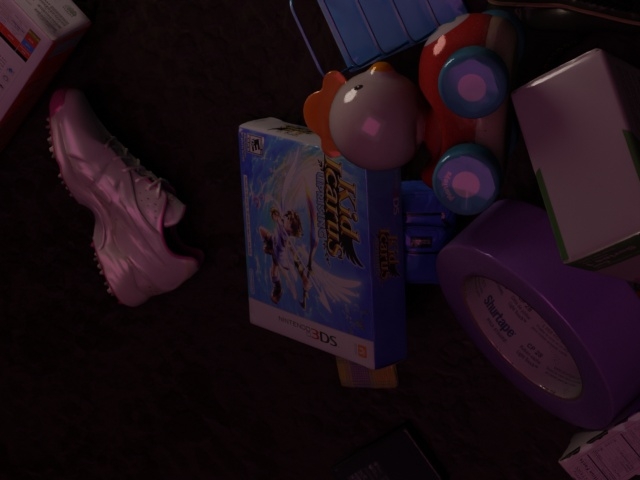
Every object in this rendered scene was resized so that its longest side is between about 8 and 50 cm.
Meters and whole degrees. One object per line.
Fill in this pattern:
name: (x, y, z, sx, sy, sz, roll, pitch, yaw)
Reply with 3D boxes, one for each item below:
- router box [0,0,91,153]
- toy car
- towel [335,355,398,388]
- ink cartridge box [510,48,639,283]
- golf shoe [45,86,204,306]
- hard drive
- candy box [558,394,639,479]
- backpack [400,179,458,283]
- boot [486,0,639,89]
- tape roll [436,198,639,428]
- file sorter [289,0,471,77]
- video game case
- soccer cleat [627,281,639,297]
router box: (-0.498, -0.299, 2.115, 0.335, 0.082, 0.301, 47, 131, 2)
toy car: (0.095, -0.152, 1.790, 0.238, 0.219, 0.210, 6, 111, 10)
towel: (0.061, 0.165, 2.112, 0.083, 0.009, 0.060, -4, 107, 25)
ink cartridge box: (0.342, -0.066, 1.735, 0.117, 0.278, 0.201, -26, 67, 30)
golf shoe: (-0.253, -0.068, 2.121, 0.140, 0.115, 0.306, -17, 107, 16)
hard drive: (0.091, 0.308, 2.140, 0.135, 0.022, 0.094, -34, 92, 28)
candy box: (0.389, 0.203, 1.898, 0.196, 0.165, 0.070, -39, 92, 30)
backpack: (0.124, -0.010, 1.974, 0.098, 0.101, 0.120, -1, 106, -4)
boot: (0.283, -0.223, 1.860, 0.198, 0.077, 0.137, 16, 118, 32)
tape roll: (0.260, 0.086, 1.864, 0.275, 0.090, 0.275, 44, 163, 17)
file sorter: (0.068, -0.273, 1.908, 0.170, 0.104, 0.118, -21, 99, 27)
video game case: (0.000, 0.000, 1.995, 0.244, 0.061, 0.269, 16, 116, 47)
soccer cleat: (0.347, 0.040, 1.923, 0.076, 0.068, 0.196, 2, 101, 27)
